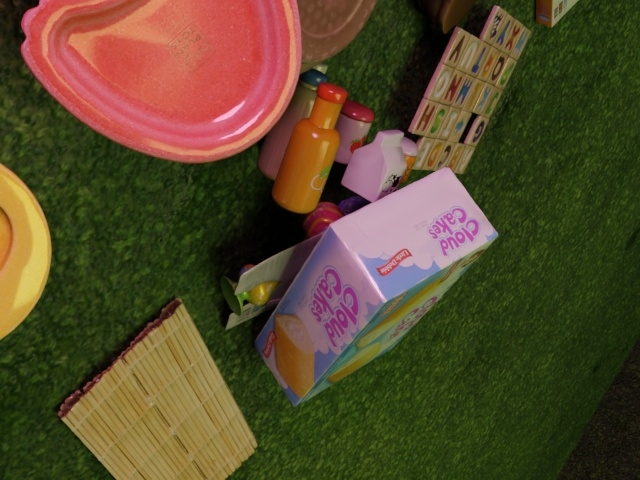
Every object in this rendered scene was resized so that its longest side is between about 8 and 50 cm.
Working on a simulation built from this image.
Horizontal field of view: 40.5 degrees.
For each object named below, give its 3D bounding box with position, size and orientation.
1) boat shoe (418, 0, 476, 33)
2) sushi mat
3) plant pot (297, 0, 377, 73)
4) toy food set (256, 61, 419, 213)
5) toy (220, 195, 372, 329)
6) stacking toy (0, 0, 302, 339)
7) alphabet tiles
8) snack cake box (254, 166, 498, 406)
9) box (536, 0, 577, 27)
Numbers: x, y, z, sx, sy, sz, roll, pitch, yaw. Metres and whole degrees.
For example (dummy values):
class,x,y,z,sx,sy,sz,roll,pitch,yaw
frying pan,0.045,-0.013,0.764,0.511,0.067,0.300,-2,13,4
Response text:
class,x,y,z,sx,sy,sz,roll,pitch,yaw
boat shoe,0.115,-0.264,0.815,0.073,0.073,0.207,-51,169,-5
sushi mat,-0.154,0.197,0.907,0.151,0.019,0.317,-43,145,-20
plant pot,-0.029,-0.206,0.636,0.237,0.109,0.237,-33,140,-33
toy food set,0.022,-0.105,0.789,0.232,0.111,0.105,-16,133,-56
toy,0.000,0.000,0.897,0.237,0.056,0.137,-29,162,-25
stacking toy,-0.188,-0.124,0.497,0.309,0.130,0.280,-35,116,-10
alphabet tiles,0.170,-0.170,1.002,0.237,0.009,0.198,-6,123,-64
snack cake box,0.046,0.054,0.878,0.152,0.089,0.264,-25,161,-31
box,0.295,-0.325,1.054,0.081,0.028,0.136,-45,145,-19
